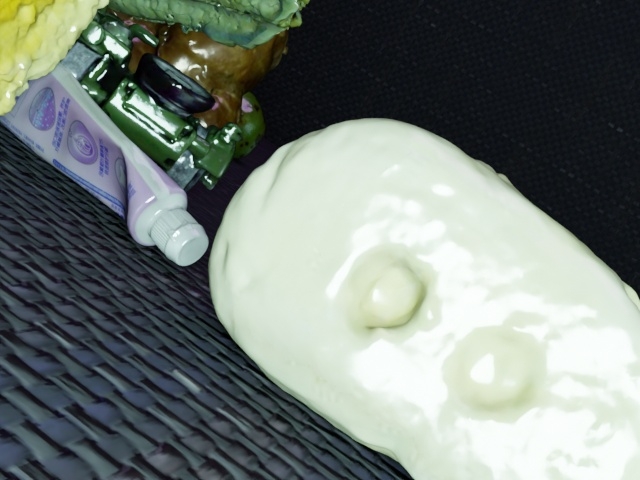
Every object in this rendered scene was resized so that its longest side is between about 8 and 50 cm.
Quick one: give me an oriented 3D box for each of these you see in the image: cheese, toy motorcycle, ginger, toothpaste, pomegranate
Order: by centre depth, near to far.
[{"bbox_3d":[0.065,0.043,0.457,0.247,0.174,0.251,31,12,-23],"label":"cheese"},{"bbox_3d":[-0.186,-0.080,0.606,0.301,0.075,0.048,41,20,27],"label":"toothpaste"},{"bbox_3d":[-0.180,-0.139,0.774,0.205,0.127,0.275,36,1,-18],"label":"toy motorcycle"},{"bbox_3d":[-0.215,-0.261,1.006,0.357,0.274,0.152,32,-14,-29],"label":"ginger"},{"bbox_3d":[-0.169,-0.231,1.515,0.143,0.122,0.169,29,8,-7],"label":"pomegranate"}]

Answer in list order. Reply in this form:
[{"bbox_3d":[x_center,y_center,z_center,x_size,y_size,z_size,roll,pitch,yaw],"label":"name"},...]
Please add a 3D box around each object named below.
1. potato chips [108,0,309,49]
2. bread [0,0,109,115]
[{"bbox_3d":[-0.197,-0.287,0.664,0.429,0.070,0.358,29,-8,38],"label":"potato chips"},{"bbox_3d":[-0.285,-0.187,0.544,0.204,0.163,0.262,35,28,10],"label":"bread"}]
